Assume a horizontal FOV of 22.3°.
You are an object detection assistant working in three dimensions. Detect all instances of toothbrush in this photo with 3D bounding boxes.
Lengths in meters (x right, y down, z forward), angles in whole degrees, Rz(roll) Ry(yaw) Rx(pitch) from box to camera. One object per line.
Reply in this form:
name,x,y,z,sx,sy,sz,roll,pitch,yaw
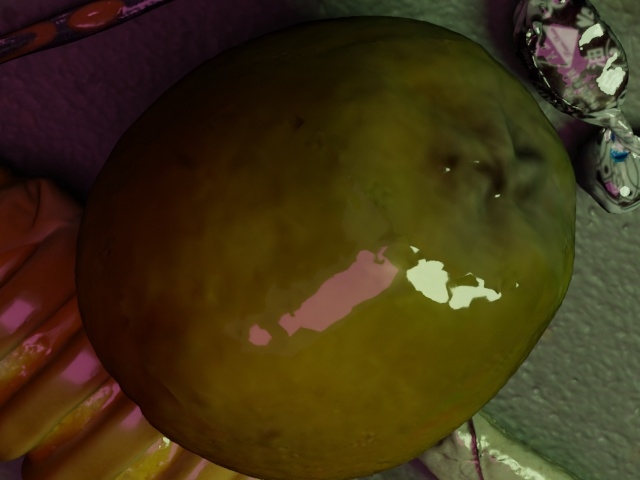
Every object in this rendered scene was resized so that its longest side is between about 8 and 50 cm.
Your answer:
toothbrush,-0.148,-0.140,1.031,0.321,0.031,0.023,-16,85,7

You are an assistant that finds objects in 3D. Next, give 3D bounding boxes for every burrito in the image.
burrito,0.171,0.194,1.161,0.275,0.059,0.082,39,123,-15

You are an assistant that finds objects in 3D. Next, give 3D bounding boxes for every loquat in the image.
loquat,0.000,0.000,0.957,0.284,0.276,0.276,-27,113,39

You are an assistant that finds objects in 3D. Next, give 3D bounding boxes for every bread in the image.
bread,-0.167,0.086,1.079,0.311,0.121,0.173,41,116,-16

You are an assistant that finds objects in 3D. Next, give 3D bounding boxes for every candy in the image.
candy,0.169,-0.115,1.032,0.094,0.051,0.226,-34,112,3
